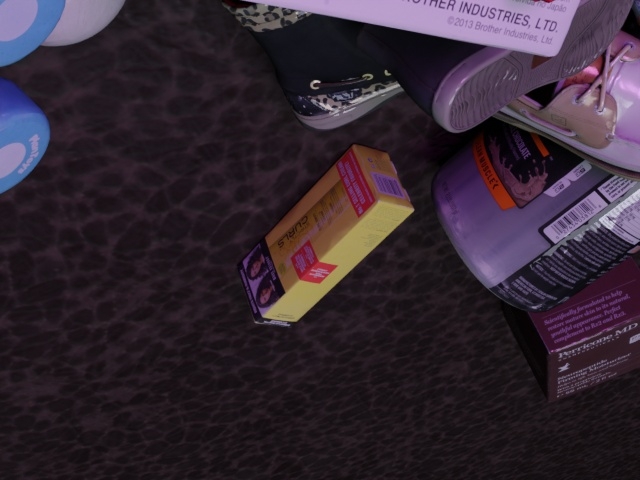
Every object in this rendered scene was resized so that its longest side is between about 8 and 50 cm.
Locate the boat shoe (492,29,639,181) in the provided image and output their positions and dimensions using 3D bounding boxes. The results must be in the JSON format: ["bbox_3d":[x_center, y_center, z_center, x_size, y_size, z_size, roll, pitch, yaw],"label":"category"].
[{"bbox_3d":[0.239,-0.132,0.838,0.103,0.302,0.113,31,81,-55],"label":"boat shoe"}]

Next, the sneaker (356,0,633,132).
[{"bbox_3d":[0.142,-0.178,0.748,0.222,0.118,0.083,-29,147,-25],"label":"sneaker"}]

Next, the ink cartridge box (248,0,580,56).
[{"bbox_3d":[0.063,-0.316,0.482,0.270,0.151,0.395,2,120,-33],"label":"ink cartridge box"}]

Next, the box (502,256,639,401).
[{"bbox_3d":[0.369,0.102,1.376,0.168,0.167,0.203,-22,149,1],"label":"box"}]

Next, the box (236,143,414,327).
[{"bbox_3d":[0.000,0.000,1.073,0.058,0.087,0.232,11,137,-42],"label":"box"}]

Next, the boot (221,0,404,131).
[{"bbox_3d":[0.048,-0.202,0.794,0.236,0.085,0.178,-30,145,10],"label":"boot"}]

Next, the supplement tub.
[{"bbox_3d":[0.299,-0.092,0.996,0.207,0.207,0.338,16,133,-45],"label":"supplement tub"}]

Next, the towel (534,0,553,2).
[{"bbox_3d":[0.162,-0.271,0.456,0.199,0.031,0.275,-28,131,-14],"label":"towel"}]

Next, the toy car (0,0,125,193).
[{"bbox_3d":[-0.196,-0.189,0.605,0.238,0.219,0.210,-36,161,-39],"label":"toy car"}]

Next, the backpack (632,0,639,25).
[{"bbox_3d":[0.333,-0.248,0.787,0.182,0.115,0.152,-39,-173,0],"label":"backpack"}]
